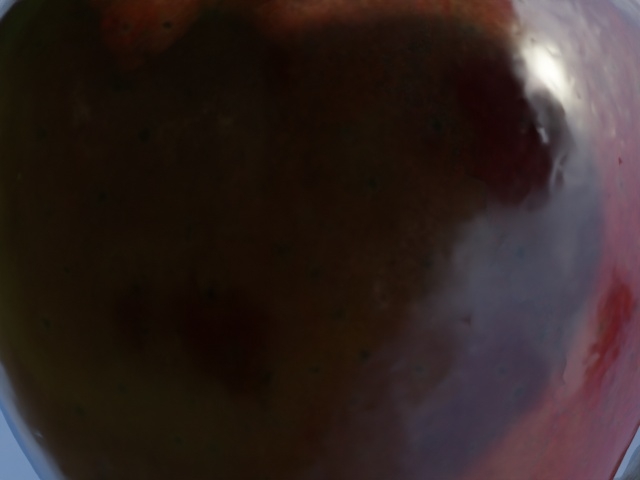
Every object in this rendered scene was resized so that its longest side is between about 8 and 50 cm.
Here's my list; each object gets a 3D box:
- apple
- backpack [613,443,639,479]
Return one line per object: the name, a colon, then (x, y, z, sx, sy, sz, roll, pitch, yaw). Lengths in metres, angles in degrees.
apple: (0.000, 0.000, 0.517, 0.234, 0.234, 0.234, -30, -134, 36)
backpack: (0.307, 0.231, 1.150, 0.283, 0.197, 0.317, 117, -24, -46)
